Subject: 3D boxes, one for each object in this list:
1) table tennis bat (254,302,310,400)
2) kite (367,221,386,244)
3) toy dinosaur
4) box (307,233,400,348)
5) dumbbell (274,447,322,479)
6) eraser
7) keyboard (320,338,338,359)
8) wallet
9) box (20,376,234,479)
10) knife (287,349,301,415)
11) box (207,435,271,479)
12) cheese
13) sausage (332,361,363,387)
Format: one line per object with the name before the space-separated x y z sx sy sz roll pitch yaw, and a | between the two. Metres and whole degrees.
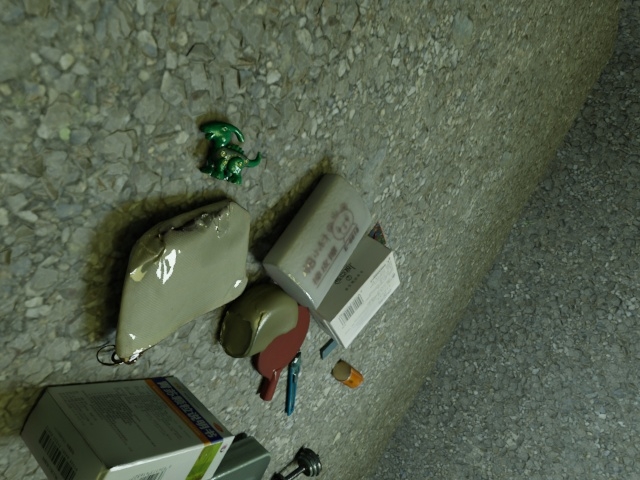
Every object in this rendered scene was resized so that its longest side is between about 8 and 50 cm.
table tennis bat | -0.110 0.308 1.303 0.200 0.038 0.310 -10 124 -53
kite | 0.161 0.013 1.478 0.190 0.010 0.159 -21 133 -46
toy dinosaur | -0.154 -0.150 0.822 0.132 0.059 0.096 8 104 -49
box | 0.101 0.150 1.396 0.274 0.116 0.203 -48 147 -15
dumbbell | -0.099 0.868 1.762 0.255 0.110 0.110 -19 131 -39
eraser | 0.000 0.000 1.090 0.270 0.095 0.174 -55 128 -22
keyboard | 0.062 0.329 1.603 0.176 0.014 0.055 -40 145 -30
wallet | -0.244 0.065 0.872 0.335 0.068 0.274 -28 142 -52
box | -0.330 0.352 0.852 0.106 0.200 0.299 -60 150 3
knife | -0.083 0.452 1.484 0.044 0.026 0.296 -44 148 -47
box | -0.341 0.746 1.273 0.397 0.111 0.395 6 112 -56
cheese | -0.129 0.182 1.112 0.202 0.091 0.175 -7 123 -54
sausage | 0.114 0.515 1.789 0.071 0.071 0.234 -54 149 -10
